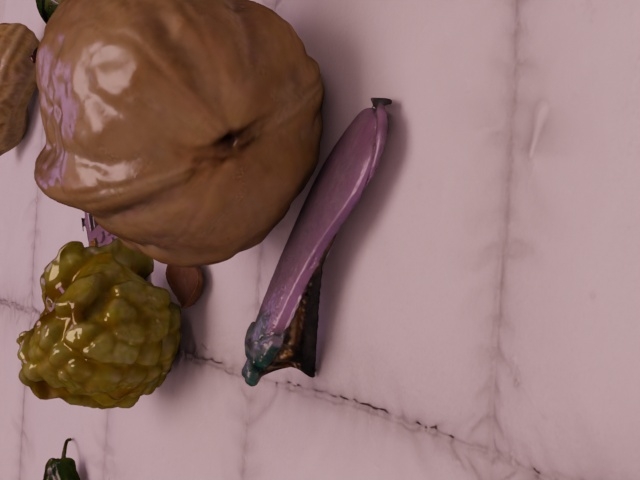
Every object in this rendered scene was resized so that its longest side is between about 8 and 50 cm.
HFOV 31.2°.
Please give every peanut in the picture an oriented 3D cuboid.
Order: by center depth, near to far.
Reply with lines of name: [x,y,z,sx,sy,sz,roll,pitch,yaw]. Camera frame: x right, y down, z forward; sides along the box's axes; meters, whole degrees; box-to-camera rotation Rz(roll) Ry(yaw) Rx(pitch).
peanut: [-0.667,-0.310,2.399,0.153,0.140,0.325,-92,20,-48]

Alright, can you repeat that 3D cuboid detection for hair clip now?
hair clip: [-0.001,-0.001,1.284,0.095,0.110,0.359,24,108,16]

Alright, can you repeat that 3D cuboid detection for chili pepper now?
chili pepper: [-0.450,0.432,2.000,0.073,0.072,0.204,116,142,-54]

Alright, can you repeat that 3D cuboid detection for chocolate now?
chocolate: [-0.187,0.050,1.633,0.101,0.031,0.064,52,123,49]

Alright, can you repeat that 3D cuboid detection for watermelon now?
watermelon: [-0.464,-0.437,2.114,0.094,0.135,0.125,-56,19,-21]

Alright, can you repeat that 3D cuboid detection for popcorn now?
popcorn: [-0.314,0.126,1.657,0.270,0.224,0.258,-116,44,-62]

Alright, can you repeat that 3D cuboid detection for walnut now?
walnut: [-0.171,-0.144,1.345,0.381,0.381,0.381,-11,78,59]

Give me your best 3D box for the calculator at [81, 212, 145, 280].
calculator: [-0.336,0.007,1.893,0.194,0.043,0.294,-33,62,53]

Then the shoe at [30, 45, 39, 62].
shoe: [-0.452,-0.344,2.042,0.227,0.125,0.099,-42,49,52]
